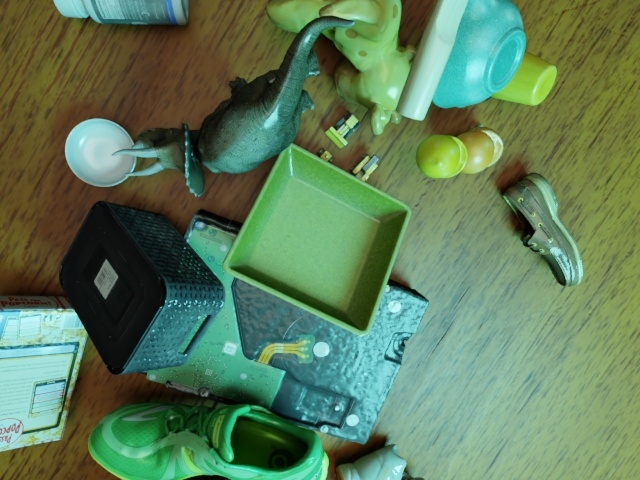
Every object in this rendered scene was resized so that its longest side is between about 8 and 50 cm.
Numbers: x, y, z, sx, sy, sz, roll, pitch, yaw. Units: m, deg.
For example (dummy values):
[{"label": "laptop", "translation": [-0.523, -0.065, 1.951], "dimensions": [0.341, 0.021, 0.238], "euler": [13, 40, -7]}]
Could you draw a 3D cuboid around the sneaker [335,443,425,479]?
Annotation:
[{"label": "sneaker", "translation": [0.130, 0.437, 0.668], "dimensions": [0.121, 0.099, 0.262], "euler": [-28, 104, -7]}]

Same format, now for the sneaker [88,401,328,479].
[{"label": "sneaker", "translation": [-0.134, 0.243, 0.541], "dimensions": [0.296, 0.109, 0.123], "euler": [8, 128, -1]}]

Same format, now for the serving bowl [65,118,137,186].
[{"label": "serving bowl", "translation": [-0.274, -0.110, 0.548], "dimensions": [0.084, 0.027, 0.083], "euler": [-1, 99, -7]}]

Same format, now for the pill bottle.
[{"label": "pill bottle", "translation": [-0.228, -0.291, 0.497], "dimensions": [0.137, 0.078, 0.078], "euler": [-2, 100, -7]}]

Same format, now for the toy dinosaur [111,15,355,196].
[{"label": "toy dinosaur", "translation": [-0.075, -0.126, 0.479], "dimensions": [0.121, 0.314, 0.160], "euler": [51, 51, -32]}]

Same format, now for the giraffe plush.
[{"label": "giraffe plush", "translation": [0.062, -0.233, 0.518], "dimensions": [0.182, 0.210, 0.170], "euler": [-33, 132, -6]}]

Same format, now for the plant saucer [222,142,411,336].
[{"label": "plant saucer", "translation": [0.000, 0.000, 0.543], "dimensions": [0.189, 0.045, 0.188], "euler": [27, 67, -8]}]

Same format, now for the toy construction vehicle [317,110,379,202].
[{"label": "toy construction vehicle", "translation": [0.033, -0.113, 0.586], "dimensions": [0.098, 0.035, 0.086], "euler": [-44, 102, 1]}]

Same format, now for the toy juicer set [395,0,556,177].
[{"label": "toy juicer set", "translation": [0.152, -0.181, 0.491], "dimensions": [0.329, 0.089, 0.209], "euler": [14, 111, -54]}]

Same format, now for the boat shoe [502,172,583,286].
[{"label": "boat shoe", "translation": [0.323, -0.009, 0.634], "dimensions": [0.060, 0.064, 0.177], "euler": [-27, 96, 2]}]

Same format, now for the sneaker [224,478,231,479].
[{"label": "sneaker", "translation": [-0.184, 0.406, 0.608], "dimensions": [0.296, 0.123, 0.179], "euler": [-25, 149, 31]}]

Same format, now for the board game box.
[{"label": "board game box", "translation": [-0.382, 0.165, 0.532], "dimensions": [0.147, 0.045, 0.193], "euler": [10, 100, -48]}]

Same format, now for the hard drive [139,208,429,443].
[{"label": "hard drive", "translation": [-0.050, 0.124, 0.602], "dimensions": [0.339, 0.064, 0.236], "euler": [20, 96, -12]}]

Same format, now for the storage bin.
[{"label": "storage bin", "translation": [-0.211, 0.051, 0.501], "dimensions": [0.180, 0.084, 0.122], "euler": [41, 105, 29]}]
